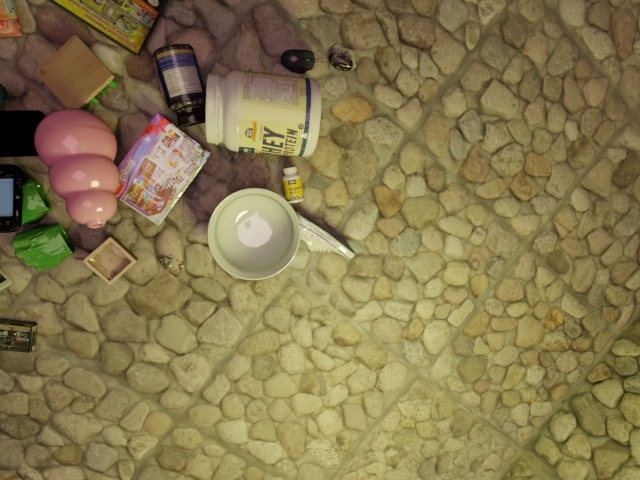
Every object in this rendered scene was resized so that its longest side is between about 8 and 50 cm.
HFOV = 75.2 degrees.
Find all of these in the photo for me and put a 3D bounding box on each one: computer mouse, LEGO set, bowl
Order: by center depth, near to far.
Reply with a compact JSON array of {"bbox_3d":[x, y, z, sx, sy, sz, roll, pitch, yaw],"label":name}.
[{"bbox_3d":[-0.009,-0.583,1.351,0.241,0.041,0.071,-3,101,-11],"label":"computer mouse"},{"bbox_3d":[-0.220,-0.030,1.376,0.297,0.134,0.299,-2,102,-11],"label":"bowl"},{"bbox_3d":[-0.503,0.077,1.399,0.083,0.023,0.054,2,101,-11],"label":"LEGO set"}]

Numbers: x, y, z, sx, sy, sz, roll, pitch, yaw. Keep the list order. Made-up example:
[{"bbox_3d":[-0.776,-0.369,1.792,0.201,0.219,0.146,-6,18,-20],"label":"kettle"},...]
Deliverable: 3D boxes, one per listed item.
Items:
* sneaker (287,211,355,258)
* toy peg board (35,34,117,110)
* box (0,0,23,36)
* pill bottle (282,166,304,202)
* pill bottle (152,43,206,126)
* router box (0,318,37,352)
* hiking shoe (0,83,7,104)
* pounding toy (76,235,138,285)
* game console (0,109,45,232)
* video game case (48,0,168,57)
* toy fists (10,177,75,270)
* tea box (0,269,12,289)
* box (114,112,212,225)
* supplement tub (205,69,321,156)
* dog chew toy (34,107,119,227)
[{"bbox_3d":[0.000,0.000,1.458,0.258,0.094,0.091,33,106,-8],"label":"sneaker"},{"bbox_3d":[-0.707,-0.478,1.228,0.161,0.079,0.161,-43,90,-1],"label":"toy peg board"},{"bbox_3d":[-0.995,-0.621,1.096,0.299,0.142,0.154,-10,103,-9],"label":"box"},{"bbox_3d":[-0.095,-0.188,1.403,0.065,0.065,0.117,-11,103,-9],"label":"pill bottle"},{"bbox_3d":[-0.414,-0.462,1.254,0.122,0.123,0.220,-15,104,-8],"label":"pill bottle"},{"bbox_3d":[-0.992,0.307,1.343,0.122,0.038,0.092,10,100,-13],"label":"router box"},{"bbox_3d":[-0.953,-0.295,1.139,0.132,0.113,0.304,41,88,-5],"label":"hiking shoe"},{"bbox_3d":[-0.689,0.065,1.334,0.141,0.100,0.130,-45,107,-11],"label":"pounding toy"},{"bbox_3d":[-0.899,-0.200,1.194,0.212,0.044,0.362,-4,82,-7],"label":"game console"},{"bbox_3d":[-0.581,-0.701,1.150,0.274,0.035,0.248,25,101,-41],"label":"video game case"},{"bbox_3d":[-0.880,-0.046,1.266,0.142,0.096,0.280,-25,104,-16],"label":"toy fists"},{"bbox_3d":[-1.131,0.185,1.140,0.323,0.329,0.220,-40,106,-2],"label":"tea box"},{"bbox_3d":[-0.511,-0.223,1.318,0.200,0.057,0.293,37,93,-16],"label":"box"},{"bbox_3d":[-0.174,-0.383,1.260,0.324,0.235,0.236,2,101,-11],"label":"supplement tub"},{"bbox_3d":[-0.675,-0.198,1.184,0.206,0.206,0.333,-16,83,-8],"label":"dog chew toy"}]
